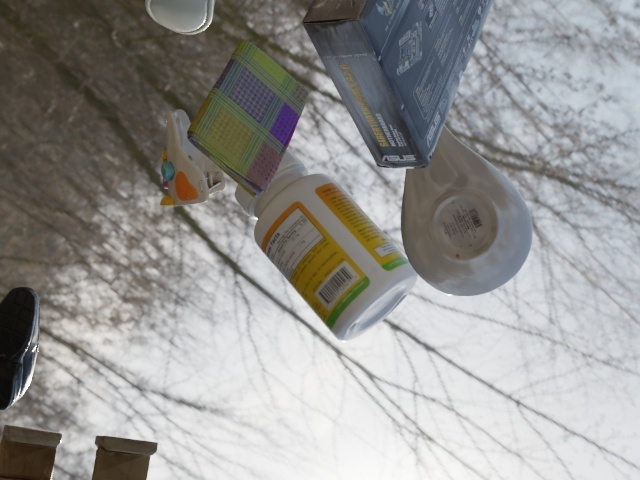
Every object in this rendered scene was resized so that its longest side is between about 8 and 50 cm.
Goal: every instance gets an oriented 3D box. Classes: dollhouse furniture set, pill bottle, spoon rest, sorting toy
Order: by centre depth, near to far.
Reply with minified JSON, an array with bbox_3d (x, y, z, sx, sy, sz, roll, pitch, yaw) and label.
[{"bbox_3d":[-0.269,0.255,0.738,0.161,0.242,0.212,150,-51,-68],"label":"dollhouse furniture set"},{"bbox_3d":[-0.111,-0.069,0.747,0.045,0.075,0.083,-9,-172,4],"label":"sorting toy"},{"bbox_3d":[0.130,-0.075,0.978,0.137,0.276,0.084,-21,177,8],"label":"spoon rest"},{"bbox_3d":[0.000,0.000,1.205,0.136,0.245,0.136,-37,162,-14],"label":"pill bottle"}]

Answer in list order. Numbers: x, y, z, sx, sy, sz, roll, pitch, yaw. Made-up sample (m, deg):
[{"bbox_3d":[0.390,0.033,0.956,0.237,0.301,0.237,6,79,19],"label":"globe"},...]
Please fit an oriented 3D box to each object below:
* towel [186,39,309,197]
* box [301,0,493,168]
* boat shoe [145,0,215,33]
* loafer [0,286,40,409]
[{"bbox_3d":[-0.042,-0.074,0.547,0.009,0.060,0.083,-17,-137,50],"label":"towel"},{"bbox_3d":[0.081,-0.210,0.840,0.056,0.183,0.231,4,-124,32],"label":"box"},{"bbox_3d":[-0.173,-0.349,1.200,0.254,0.095,0.079,136,-31,-72],"label":"boat shoe"},{"bbox_3d":[-0.395,0.134,1.194,0.170,0.062,0.061,-69,169,16],"label":"loafer"}]
